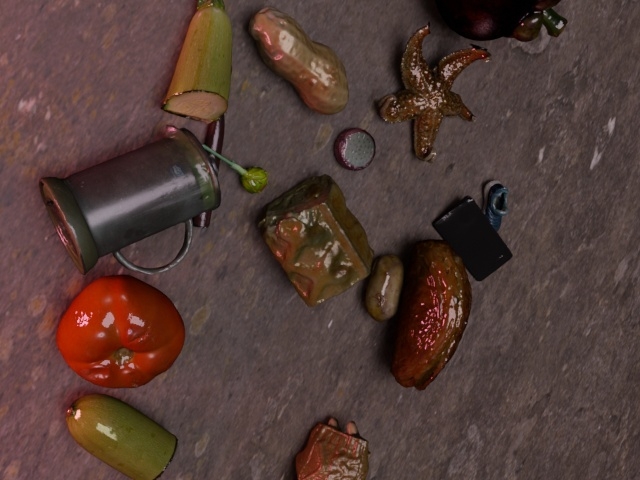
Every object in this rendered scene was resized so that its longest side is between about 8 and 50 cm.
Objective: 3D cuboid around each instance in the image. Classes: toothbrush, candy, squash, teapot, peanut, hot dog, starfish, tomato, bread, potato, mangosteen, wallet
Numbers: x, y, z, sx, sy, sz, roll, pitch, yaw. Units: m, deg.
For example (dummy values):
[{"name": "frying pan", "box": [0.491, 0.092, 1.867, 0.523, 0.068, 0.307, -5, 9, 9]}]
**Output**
[{"name": "toothbrush", "box": [-0.233, -0.205, 1.707, 0.040, 0.041, 0.364, 6, 98, -29]}, {"name": "candy", "box": [0.083, -0.217, 1.870, 0.103, 0.043, 0.103, -7, 105, -27]}, {"name": "squash", "box": [-0.438, 0.411, 1.685, 0.132, 0.132, 0.247, -50, 118, -10]}, {"name": "teapot", "box": [-0.353, -0.066, 1.579, 0.336, 0.200, 0.271, -27, 101, -23]}, {"name": "peanut", "box": [-0.041, -0.392, 1.718, 0.290, 0.130, 0.130, 39, 82, -30]}, {"name": "hot dog", "box": [0.286, 0.192, 1.973, 0.267, 0.174, 0.388, -10, 111, -71]}, {"name": "candy", "box": [-0.188, -0.162, 1.712, 0.194, 0.058, 0.062, 33, 68, -42]}, {"name": "starfish", "box": [0.287, -0.354, 1.900, 0.312, 0.113, 0.303, 32, 103, -37]}, {"name": "tomato", "box": [-0.402, 0.180, 1.608, 0.259, 0.180, 0.260, -8, 136, -8]}, {"name": "squash", "box": [-0.226, -0.390, 1.622, 0.137, 0.137, 0.288, 15, 92, -30]}, {"name": "bread", "box": [-0.005, 0.003, 1.793, 0.195, 0.238, 0.252, -18, 111, 20]}, {"name": "potato", "box": [0.161, 0.120, 1.963, 0.107, 0.080, 0.171, 0, 103, -59]}, {"name": "mangosteen", "box": [0.410, -0.598, 1.801, 0.296, 0.313, 0.297, -25, 131, -32]}, {"name": "wallet", "box": [0.407, 0.000, 2.083, 0.124, 0.025, 0.244, -38, 120, 8]}]

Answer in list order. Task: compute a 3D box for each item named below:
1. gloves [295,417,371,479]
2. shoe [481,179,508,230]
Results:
[{"name": "gloves", "box": [0.026, 0.620, 1.964, 0.203, 0.155, 0.357, 17, 90, -34]}, {"name": "shoe", "box": [0.470, -0.087, 2.089, 0.063, 0.071, 0.143, -8, 112, -26]}]
